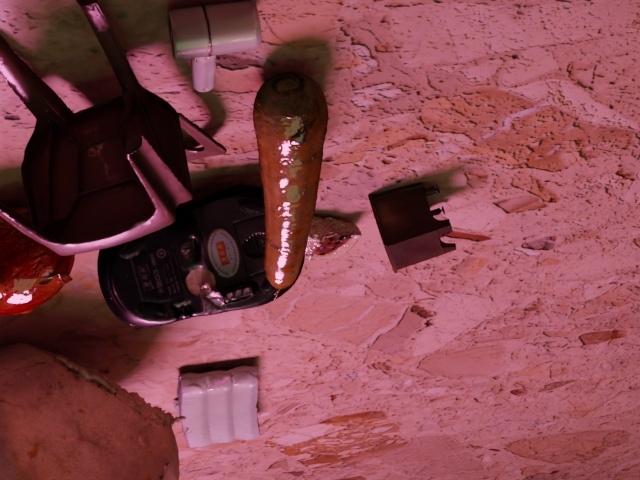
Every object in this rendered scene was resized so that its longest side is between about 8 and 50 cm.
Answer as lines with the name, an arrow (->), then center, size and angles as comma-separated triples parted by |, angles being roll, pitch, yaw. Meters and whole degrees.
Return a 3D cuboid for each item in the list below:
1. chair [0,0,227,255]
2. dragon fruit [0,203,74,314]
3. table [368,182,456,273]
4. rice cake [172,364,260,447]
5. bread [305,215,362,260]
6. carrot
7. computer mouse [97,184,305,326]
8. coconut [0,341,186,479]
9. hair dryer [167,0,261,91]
chair -> -0.201, -0.068, 1.516 | 0.176, 0.183, 0.326 | -16, 153, 10
dragon fruit -> -0.301, 0.004, 1.704 | 0.246, 0.125, 0.125 | -22, 143, 2
table -> 0.110, -0.018, 1.877 | 0.082, 0.070, 0.083 | -18, 153, 3
rice cake -> -0.149, 0.241, 2.309 | 0.127, 0.043, 0.237 | -9, 153, -9
bread -> 0.000, 0.000, 1.903 | 0.083, 0.035, 0.070 | 1, 152, -31
carrot -> -0.034, -0.042, 1.656 | 0.078, 0.078, 0.298 | -6, 131, -12
computer mouse -> -0.134, 0.017, 1.776 | 0.233, 0.137, 0.096 | -13, -176, -8
coconut -> -0.367, 0.314, 2.036 | 0.346, 0.346, 0.360 | 5, 148, -31
hair dryer -> -0.102, -0.177, 1.500 | 0.082, 0.047, 0.137 | -8, 159, -10
